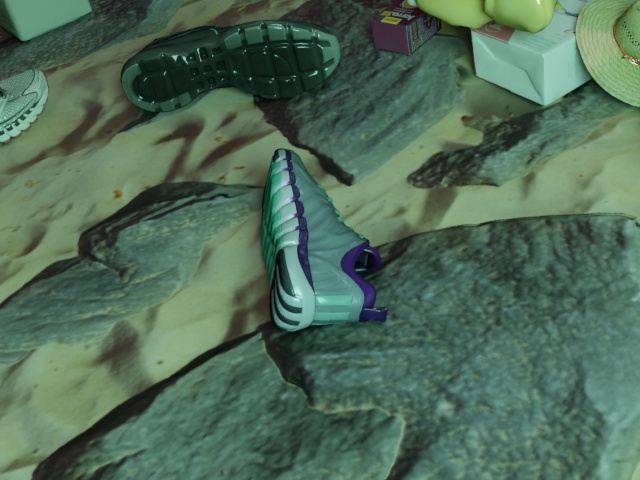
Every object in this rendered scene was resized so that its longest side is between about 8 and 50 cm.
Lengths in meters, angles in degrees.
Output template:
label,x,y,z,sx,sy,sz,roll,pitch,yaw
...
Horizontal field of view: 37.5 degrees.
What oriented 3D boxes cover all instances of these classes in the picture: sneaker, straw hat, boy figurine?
label,x,y,z,sx,sy,sz,roll,pitch,yaw
sneaker,-0.108,-0.229,1.138,0.267,0.101,0.106,-5,36,9
sneaker,-0.433,-0.155,1.139,0.225,0.093,0.088,-33,42,-26
sneaker,0.000,0.000,0.856,0.098,0.083,0.224,5,41,-11
straw hat,0.337,-0.212,0.965,0.144,0.061,0.144,4,66,-9
boy figurine,0.183,-0.289,1.038,0.177,0.092,0.285,-15,24,3

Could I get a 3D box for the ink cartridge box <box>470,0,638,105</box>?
label,x,y,z,sx,sy,sz,roll,pitch,yaw
ink cartridge box,0.282,-0.237,1.064,0.198,0.067,0.115,-31,40,-22

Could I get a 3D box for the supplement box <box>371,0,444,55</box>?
label,x,y,z,sx,sy,sz,roll,pitch,yaw
supplement box,0.109,-0.271,1.176,0.055,0.043,0.083,19,48,32

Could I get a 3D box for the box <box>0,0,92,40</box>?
label,x,y,z,sx,sy,sz,roll,pitch,yaw
box,-0.456,-0.464,1.357,0.121,0.311,0.148,-31,42,-22
